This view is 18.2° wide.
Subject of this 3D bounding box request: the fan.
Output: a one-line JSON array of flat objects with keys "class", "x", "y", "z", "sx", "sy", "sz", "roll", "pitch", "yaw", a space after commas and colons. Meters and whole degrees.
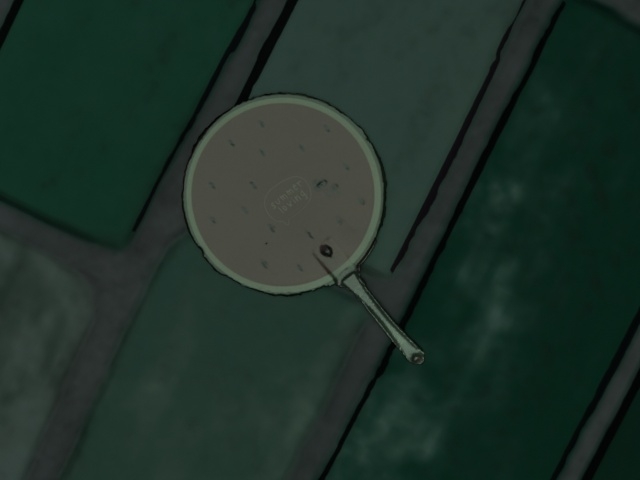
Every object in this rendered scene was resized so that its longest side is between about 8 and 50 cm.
[{"class": "fan", "x": 0.000, "y": 0.000, "z": 0.829, "sx": 0.085, "sy": 0.005, "sz": 0.133, "roll": -38, "pitch": 92, "yaw": 3}]
